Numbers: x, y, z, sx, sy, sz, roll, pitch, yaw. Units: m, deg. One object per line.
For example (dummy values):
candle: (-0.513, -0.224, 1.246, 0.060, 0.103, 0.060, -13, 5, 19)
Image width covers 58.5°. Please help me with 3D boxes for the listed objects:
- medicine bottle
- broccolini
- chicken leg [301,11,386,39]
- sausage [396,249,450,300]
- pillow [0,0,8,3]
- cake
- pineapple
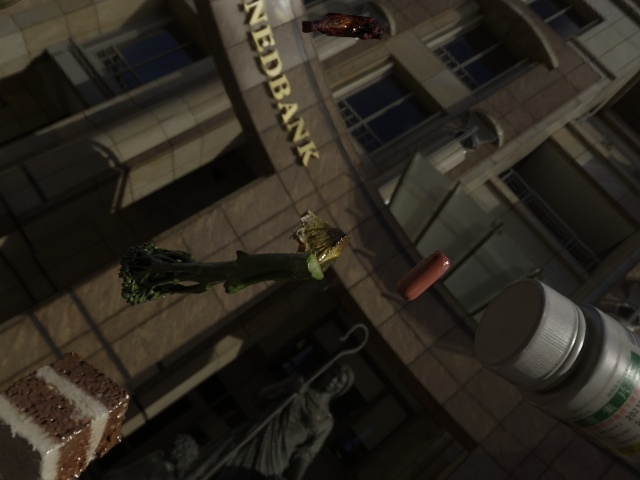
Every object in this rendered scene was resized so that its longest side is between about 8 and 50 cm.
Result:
medicine bottle: (0.461, 0.225, 1.016, 0.340, 0.208, 0.208, 31, -22, -11)
broccolini: (-0.095, 0.019, 0.498, 0.216, 0.067, 0.058, -9, -86, 35)
chicken leg: (0.048, -0.450, 1.198, 0.089, 0.219, 0.048, 37, -53, 55)
sausage: (0.260, 0.091, 1.451, 0.062, 0.154, 0.062, 49, -1, 1)
pillow: (-0.591, -0.488, 1.067, 0.075, 0.185, 0.302, 57, -10, -25)
cake: (-0.366, 0.258, 0.791, 0.134, 0.147, 0.135, 30, -58, 10)
pineapple: (0.000, 0.000, 1.087, 0.069, 0.116, 0.137, 73, 8, -65)
